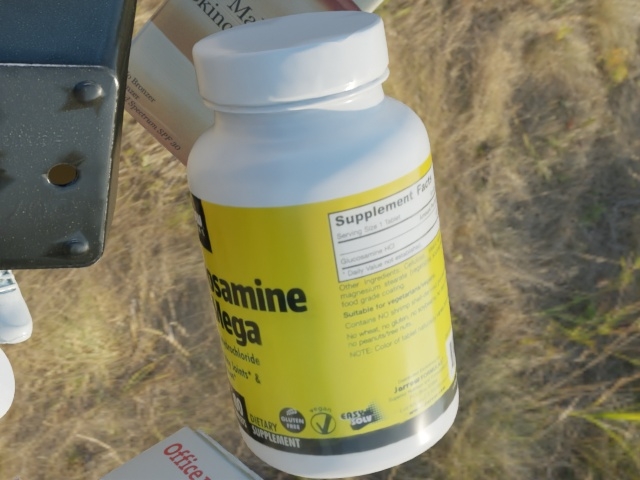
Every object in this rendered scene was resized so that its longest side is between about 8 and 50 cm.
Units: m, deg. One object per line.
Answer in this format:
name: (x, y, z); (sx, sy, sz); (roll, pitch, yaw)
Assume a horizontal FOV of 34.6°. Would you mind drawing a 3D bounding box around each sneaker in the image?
sneaker: (-0.484, 0.044, 1.474); (0.235, 0.095, 0.090); (50, 31, 16)

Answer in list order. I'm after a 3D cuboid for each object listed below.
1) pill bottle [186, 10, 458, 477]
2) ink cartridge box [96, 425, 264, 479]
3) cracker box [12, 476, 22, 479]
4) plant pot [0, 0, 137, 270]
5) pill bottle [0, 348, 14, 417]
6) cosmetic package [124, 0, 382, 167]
pill bottle: (0.000, 0.000, 0.807); (0.188, 0.188, 0.334); (-25, 116, -34)
ink cartridge box: (-0.122, 0.218, 0.609); (0.212, 0.154, 0.093); (-32, 112, -20)
cracker box: (-0.360, 0.341, 0.973); (0.067, 0.155, 0.232); (45, 59, 10)
plant pot: (-0.186, -0.083, 0.558); (0.188, 0.187, 0.167); (-2, 40, -21)
pill bottle: (-0.598, 0.237, 1.464); (0.181, 0.323, 0.181); (43, 36, -43)
cosmetic package: (-0.059, -0.217, 0.997); (0.153, 0.296, 0.129); (43, 30, -7)
